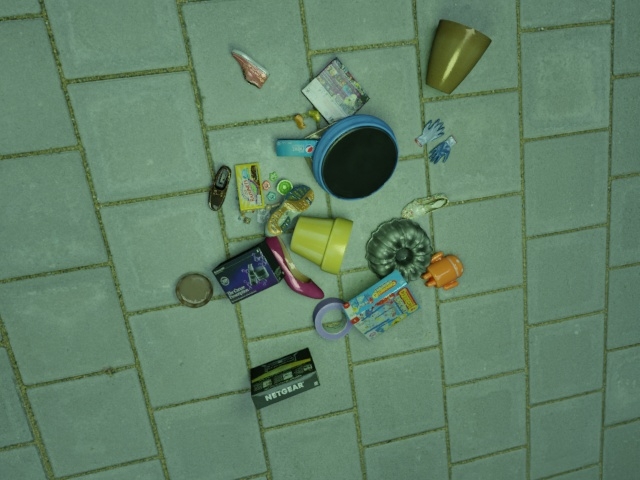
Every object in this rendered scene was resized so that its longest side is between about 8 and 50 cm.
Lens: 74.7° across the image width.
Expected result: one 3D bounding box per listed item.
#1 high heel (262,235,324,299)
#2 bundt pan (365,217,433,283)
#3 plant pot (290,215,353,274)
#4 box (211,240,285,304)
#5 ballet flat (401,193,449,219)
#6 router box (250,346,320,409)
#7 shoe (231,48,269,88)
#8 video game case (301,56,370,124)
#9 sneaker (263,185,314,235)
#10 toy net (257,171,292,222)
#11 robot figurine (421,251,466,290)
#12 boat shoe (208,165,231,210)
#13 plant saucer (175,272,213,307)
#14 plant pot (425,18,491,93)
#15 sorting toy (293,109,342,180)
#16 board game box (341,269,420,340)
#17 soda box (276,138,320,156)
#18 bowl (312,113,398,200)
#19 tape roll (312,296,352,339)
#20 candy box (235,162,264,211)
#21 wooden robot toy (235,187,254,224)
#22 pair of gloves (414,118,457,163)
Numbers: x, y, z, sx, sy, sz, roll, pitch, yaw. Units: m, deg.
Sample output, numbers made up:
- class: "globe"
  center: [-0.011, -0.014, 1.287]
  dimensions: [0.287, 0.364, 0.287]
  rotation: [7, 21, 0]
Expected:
- class: "high heel"
  center: [-0.111, 0.121, 1.917]
  dimensions: [0.376, 0.127, 0.182]
  rotation: [31, 102, -13]
- class: "bundt pan"
  center: [0.387, 0.068, 1.987]
  dimensions: [0.329, 0.124, 0.332]
  rotation: [-3, 108, -10]
- class: "plant pot"
  center: [0.000, 0.000, 1.866]
  dimensions: [0.238, 0.254, 0.254]
  rotation: [18, 99, 2]
- class: "box"
  center: [-0.316, 0.143, 1.850]
  dimensions: [0.261, 0.103, 0.185]
  rotation: [-26, 98, 19]
- class: "ballet flat"
  center: [0.503, -0.163, 1.997]
  dimensions: [0.240, 0.077, 0.091]
  rotation: [-24, 106, -4]
- class: "router box"
  center: [-0.171, 0.637, 1.961]
  dimensions: [0.308, 0.243, 0.081]
  rotation: [-19, 104, -5]
- class: "shoe"
  center: [-0.304, -0.709, 1.739]
  dimensions: [0.177, 0.063, 0.081]
  rotation: [30, 90, -19]
- class: "video game case"
  center: [0.067, -0.635, 1.832]
  dimensions: [0.210, 0.042, 0.232]
  rotation: [-44, 106, 3]
- class: "sneaker"
  center: [-0.150, -0.133, 1.861]
  dimensions: [0.112, 0.131, 0.296]
  rotation: [48, 62, -9]
- class: "toy net"
  center: [-0.227, -0.183, 1.876]
  dimensions: [0.122, 0.045, 0.232]
  rotation: [31, 95, -16]
- class: "robot figurine"
  center: [0.603, 0.149, 2.057]
  dimensions: [0.219, 0.158, 0.128]
  rotation: [-27, 140, -3]
- class: "boat shoe"
  center: [-0.439, -0.224, 1.815]
  dimensions: [0.073, 0.073, 0.207]
  rotation: [14, 100, -14]
- class: "plant saucer"
  center: [-0.572, 0.225, 1.910]
  dimensions: [0.168, 0.029, 0.169]
  rotation: [-2, 102, -9]
- class: "plant pot"
  center: [0.567, -0.780, 1.819]
  dimensions: [0.236, 0.237, 0.255]
  rotation: [17, 114, -13]
- class: "sorting toy"
  center: [0.020, -0.437, 1.857]
  dimensions: [0.228, 0.041, 0.308]
  rotation: [-25, 106, 10]
- class: "board game box"
  center: [0.291, 0.311, 1.958]
  dimensions: [0.301, 0.086, 0.308]
  rotation: [-34, 142, 4]
- class: "soda box"
  center: [-0.084, -0.402, 1.815]
  dimensions: [0.209, 0.067, 0.071]
  rotation: [1, 110, 5]
- class: "bowl"
  center: [0.159, -0.342, 1.808]
  dimensions: [0.390, 0.077, 0.392]
  rotation: [-12, 131, -13]
- class: "tape roll"
  center: [0.060, 0.377, 2.032]
  dimensions: [0.188, 0.080, 0.189]
  rotation: [-2, 103, -9]
- class: "candy box"
  center: [-0.307, -0.232, 1.820]
  dimensions: [0.105, 0.027, 0.206]
  rotation: [-8, 79, -7]
- class: "wooden robot toy"
  center: [-0.331, -0.148, 1.847]
  dimensions: [0.076, 0.079, 0.174]
  rotation: [-7, 104, -9]
- class: "pair of gloves"
  center: [0.546, -0.461, 1.970]
  dimensions: [0.159, 0.023, 0.198]
  rotation: [-42, 105, 2]
